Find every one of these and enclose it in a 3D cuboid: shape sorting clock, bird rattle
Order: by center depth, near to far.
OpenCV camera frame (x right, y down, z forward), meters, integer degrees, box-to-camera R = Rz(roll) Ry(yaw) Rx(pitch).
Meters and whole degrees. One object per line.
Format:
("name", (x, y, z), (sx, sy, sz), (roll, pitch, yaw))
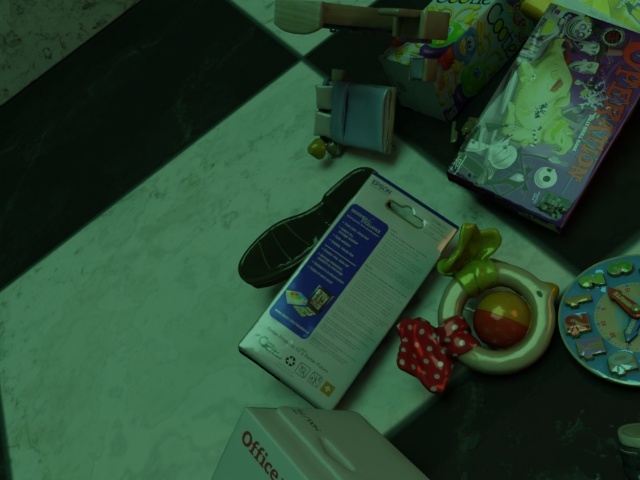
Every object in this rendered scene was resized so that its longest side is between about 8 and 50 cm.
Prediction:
("shape sorting clock", (0.425, 0.101, 0.920), (0.206, 0.040, 0.206), (-18, 46, 19))
("bird rattle", (0.227, 0.108, 0.987), (0.206, 0.143, 0.254), (17, 66, 23))

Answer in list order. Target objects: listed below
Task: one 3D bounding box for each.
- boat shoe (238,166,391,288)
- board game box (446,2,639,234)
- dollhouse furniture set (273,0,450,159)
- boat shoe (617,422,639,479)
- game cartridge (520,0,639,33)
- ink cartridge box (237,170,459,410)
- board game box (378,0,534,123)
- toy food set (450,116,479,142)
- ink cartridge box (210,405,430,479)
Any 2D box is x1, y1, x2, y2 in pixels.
("boat shoe", (0.000, 0.000, 1.240), (0.307, 0.104, 0.111), (-33, 52, 1))
("board game box", (0.381, -0.205, 1.116), (0.208, 0.056, 0.347), (30, 83, 19))
("dollhouse furniture set", (0.054, -0.278, 1.277), (0.198, 0.304, 0.286), (-10, 22, -37))
("boat shoe", (0.448, 0.250, 0.777), (0.206, 0.075, 0.065), (-2, 96, 25))
("game cartridge", (0.551, -0.430, 1.148), (0.323, 0.052, 0.285), (40, 103, 24))
("ink cartridge box", (0.049, 0.079, 1.104), (0.175, 0.069, 0.371), (35, 75, 11))
("board game box", (0.275, -0.392, 1.372), (0.275, 0.144, 0.142), (-47, 45, -11))
("toy food set", (0.307, -0.203, 1.281), (0.122, 0.019, 0.078), (-3, 52, 21))
("ink cartridge box", (-0.019, 0.360, 0.792), (0.198, 0.197, 0.270), (35, 104, 46))
